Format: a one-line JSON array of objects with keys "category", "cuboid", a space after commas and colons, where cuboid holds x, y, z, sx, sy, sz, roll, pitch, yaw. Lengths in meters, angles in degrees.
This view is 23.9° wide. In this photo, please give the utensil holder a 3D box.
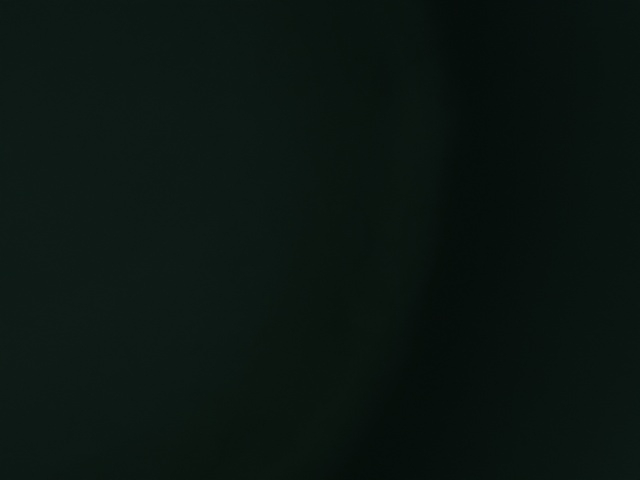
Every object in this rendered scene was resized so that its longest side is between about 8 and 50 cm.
[{"category": "utensil holder", "cuboid": [0.000, 0.000, 0.240, 0.327, 0.327, 0.385, 43, -14, -26]}]
